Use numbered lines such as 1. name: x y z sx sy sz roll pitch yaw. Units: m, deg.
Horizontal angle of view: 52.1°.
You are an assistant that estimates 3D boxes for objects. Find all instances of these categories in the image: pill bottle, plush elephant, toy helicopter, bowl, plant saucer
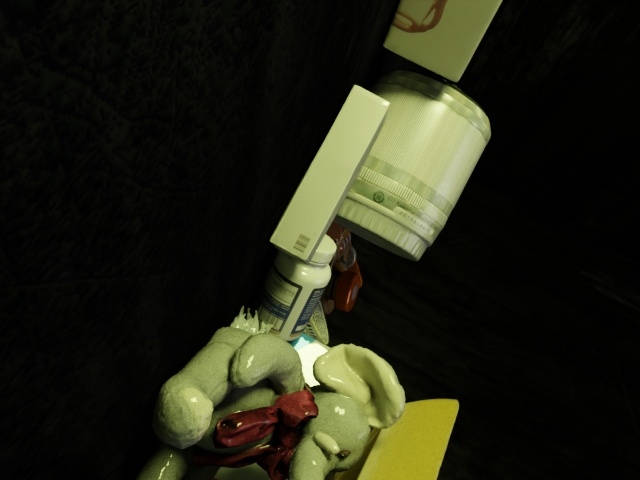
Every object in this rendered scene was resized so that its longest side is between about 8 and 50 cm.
1. pill bottle: -0.040 0.067 1.030 0.169 0.094 0.094 -64 176 26
2. plush elephant: -0.052 0.238 0.825 0.272 0.255 0.330 -64 176 31
3. toy helicopter: 0.051 -0.013 1.441 0.235 0.140 0.355 28 75 -74
4. bowl: -0.050 0.119 1.190 0.080 0.170 0.170 -18 180 5
5. plant saucer: 0.040 0.381 0.893 0.333 0.081 0.333 -57 172 26

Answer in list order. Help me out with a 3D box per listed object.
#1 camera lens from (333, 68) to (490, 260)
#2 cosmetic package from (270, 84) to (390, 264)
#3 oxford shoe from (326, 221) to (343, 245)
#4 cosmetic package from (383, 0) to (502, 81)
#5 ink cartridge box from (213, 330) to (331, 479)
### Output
1. camera lens: 0.140 -0.130 1.106 0.274 0.219 0.219 -62 177 -3
2. cosmetic package: 0.013 -0.086 0.904 0.239 0.060 0.099 -62 175 -5
3. oxford shoe: 0.000 0.000 1.288 0.212 0.076 0.076 -60 178 -15
4. cosmetic package: 0.205 -0.384 0.875 0.153 0.129 0.296 -61 176 -37
5. ink cartridge box: -0.090 0.307 1.085 0.307 0.223 0.129 -60 177 -25
